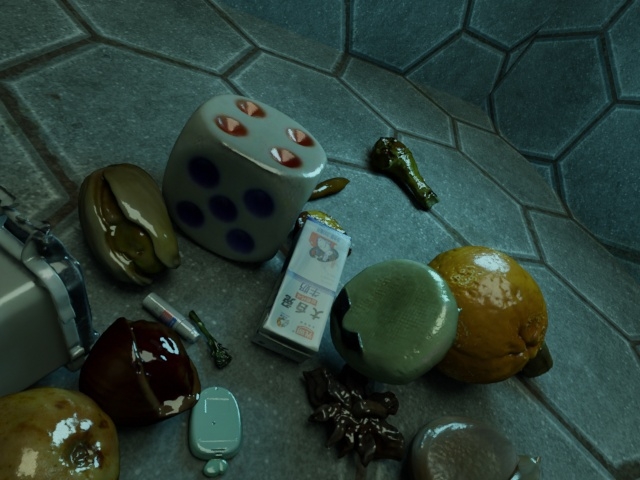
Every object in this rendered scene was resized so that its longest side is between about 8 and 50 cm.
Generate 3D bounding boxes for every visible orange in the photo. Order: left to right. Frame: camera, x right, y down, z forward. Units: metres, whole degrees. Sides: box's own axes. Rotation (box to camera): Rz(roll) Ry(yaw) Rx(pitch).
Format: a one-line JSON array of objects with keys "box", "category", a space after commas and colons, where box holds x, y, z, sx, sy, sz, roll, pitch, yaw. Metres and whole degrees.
[{"box": [0.389, 0.188, 1.056, 0.340, 0.341, 0.293, 1, 16, -35], "category": "orange"}]

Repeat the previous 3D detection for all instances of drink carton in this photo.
[{"box": [-0.036, 0.108, 0.978, 0.130, 0.106, 0.315, 25, 53, -8], "category": "drink carton"}]

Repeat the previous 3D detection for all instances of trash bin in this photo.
[{"box": [-0.510, 0.116, 0.530, 0.255, 0.296, 0.367, 35, 45, 13], "category": "trash bin"}]

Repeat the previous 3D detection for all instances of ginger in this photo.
[{"box": [0.575, 0.272, 1.220, 0.263, 0.109, 0.116, 62, 34, -11], "category": "ginger"}]

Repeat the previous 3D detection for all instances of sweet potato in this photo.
[{"box": [0.022, -0.175, 1.412, 0.057, 0.057, 0.264, 47, 38, 16], "category": "sweet potato"}]

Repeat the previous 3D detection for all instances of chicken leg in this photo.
[{"box": [0.324, -0.292, 1.691, 0.211, 0.140, 0.361, 6, 41, -43], "category": "chicken leg"}]

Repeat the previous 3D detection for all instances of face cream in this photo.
[{"box": [-0.294, 0.156, 0.846, 0.130, 0.034, 0.034, 38, 38, 3], "category": "face cream"}]

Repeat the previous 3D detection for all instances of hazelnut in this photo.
[{"box": [-0.279, 0.206, 0.685, 0.201, 0.160, 0.170, 13, 56, -68], "category": "hazelnut"}]

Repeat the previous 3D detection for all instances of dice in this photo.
[{"box": [-0.180, -0.143, 1.028, 0.304, 0.304, 0.277, 30, 38, -5], "category": "dice"}]

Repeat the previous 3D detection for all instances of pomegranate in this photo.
[{"box": [-0.357, 0.289, 0.528, 0.207, 0.207, 0.207, 20, 40, -18], "category": "pomegranate"}]

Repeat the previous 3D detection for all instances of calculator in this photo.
[{"box": [-0.183, 0.331, 0.748, 0.095, 0.021, 0.153, 12, 39, -25], "category": "calculator"}]

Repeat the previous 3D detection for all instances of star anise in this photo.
[{"box": [0.080, 0.341, 0.866, 0.220, 0.099, 0.214, 14, 44, -24], "category": "star anise"}]

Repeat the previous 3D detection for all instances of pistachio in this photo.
[{"box": [-0.398, -0.037, 0.891, 0.166, 0.197, 0.288, -27, 74, -2], "category": "pistachio"}]

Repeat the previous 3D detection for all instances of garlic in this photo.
[{"box": [0.296, 0.489, 0.837, 0.325, 0.132, 0.279, -18, 61, -43], "category": "garlic"}]

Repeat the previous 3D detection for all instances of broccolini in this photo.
[{"box": [-0.229, 0.198, 0.856, 0.035, 0.030, 0.140, -25, 63, -43], "category": "broccolini"}]

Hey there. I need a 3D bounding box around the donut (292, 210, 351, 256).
[{"box": [0.000, 0.000, 1.194, 0.166, 0.073, 0.184, -22, 65, -45], "category": "donut"}]

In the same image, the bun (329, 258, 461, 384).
[{"box": [0.164, 0.184, 0.921, 0.283, 0.283, 0.179, -94, 162, -46], "category": "bun"}]
